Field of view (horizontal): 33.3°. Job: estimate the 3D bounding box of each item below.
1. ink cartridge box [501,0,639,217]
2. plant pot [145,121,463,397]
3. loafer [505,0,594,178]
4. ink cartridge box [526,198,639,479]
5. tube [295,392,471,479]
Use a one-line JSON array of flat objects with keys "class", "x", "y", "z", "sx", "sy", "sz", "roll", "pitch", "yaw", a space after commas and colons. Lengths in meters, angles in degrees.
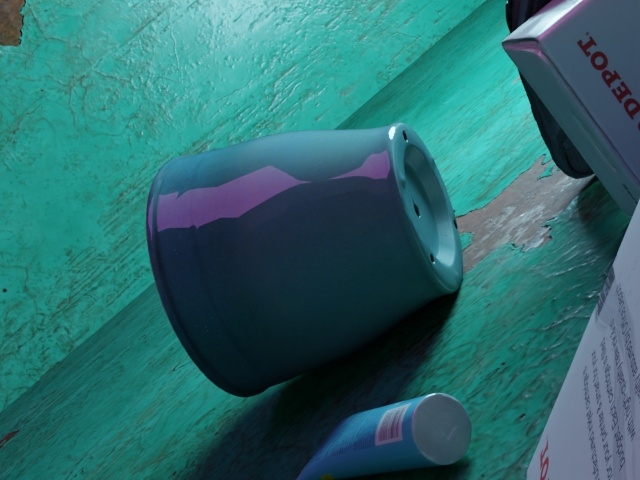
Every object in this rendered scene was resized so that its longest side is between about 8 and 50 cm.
[{"class": "ink cartridge box", "x": 0.320, "y": -0.169, "z": 0.873, "sx": 0.278, "sy": 0.201, "sz": 0.117, "roll": -39, "pitch": 12, "yaw": 1}, {"class": "plant pot", "x": 0.000, "y": 0.000, "z": 1.117, "sx": 0.255, "sy": 0.271, "sz": 0.271, "roll": -19, "pitch": 19, "yaw": 22}, {"class": "loafer", "x": 0.220, "y": -0.183, "z": 1.014, "sx": 0.109, "sy": 0.302, "sz": 0.095, "roll": -30, "pitch": 48, "yaw": -5}, {"class": "ink cartridge box", "x": 0.173, "y": 0.054, "z": 0.403, "sx": 0.197, "sy": 0.114, "sz": 0.273, "roll": -67, "pitch": -6, "yaw": -65}, {"class": "tube", "x": 0.043, "y": 0.163, "z": 0.869, "sx": 0.080, "sy": 0.052, "sz": 0.207, "roll": -41, "pitch": 6, "yaw": -30}]
